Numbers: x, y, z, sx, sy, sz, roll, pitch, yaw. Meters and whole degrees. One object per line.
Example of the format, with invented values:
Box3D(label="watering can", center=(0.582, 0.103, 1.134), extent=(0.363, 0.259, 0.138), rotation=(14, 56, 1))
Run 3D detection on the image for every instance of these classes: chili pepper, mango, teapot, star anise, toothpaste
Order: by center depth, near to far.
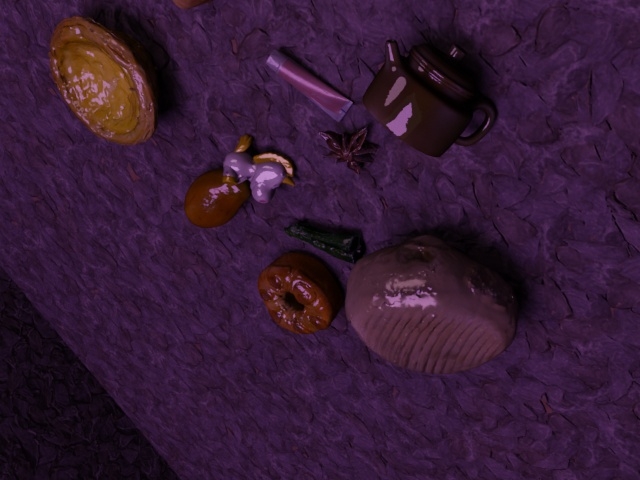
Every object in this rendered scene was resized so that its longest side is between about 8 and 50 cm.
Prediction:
Box3D(label="teapot", center=(0.204, -0.261, 1.435), extent=(0.267, 0.186, 0.175), rotation=(26, 117, -26))
Box3D(label="toothpaste", center=(-0.024, -0.323, 1.678), extent=(0.194, 0.043, 0.067), rotation=(37, 140, -1))
Box3D(label="star anise", center=(0.065, -0.185, 1.712), extent=(0.124, 0.056, 0.129), rotation=(-6, 134, 22))
Box3D(label="chili pepper", center=(0.000, 0.000, 1.940), extent=(0.226, 0.059, 0.088), rotation=(15, 139, 34))
Box3D(label="mango", center=(-0.258, -0.110, 2.037), extent=(0.227, 0.099, 0.136), rotation=(-28, 103, 41))

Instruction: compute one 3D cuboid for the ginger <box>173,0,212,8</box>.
Box3D(label="ginger", center=(-0.272, -0.640, 1.513), extent=(0.363, 0.122, 0.348), rotation=(30, 112, -32))

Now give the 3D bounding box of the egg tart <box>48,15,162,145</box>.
Box3D(label="egg tart", center=(-0.504, -0.396, 1.960), extent=(0.345, 0.132, 0.345), rotation=(23, 138, 23))

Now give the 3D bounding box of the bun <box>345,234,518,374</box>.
Box3D(label="bun", center=(0.239, 0.136, 1.722), extent=(0.361, 0.235, 0.326), rotation=(1, 134, 22))

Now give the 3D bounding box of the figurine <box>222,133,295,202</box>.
Box3D(label="figurine", center=(-0.142, -0.158, 1.895), extent=(0.178, 0.109, 0.130), rotation=(29, 112, 12))

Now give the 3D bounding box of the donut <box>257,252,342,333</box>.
Box3D(label="donut", center=(-0.052, 0.136, 2.065), extent=(0.226, 0.114, 0.227), rotation=(25, 138, 24))
